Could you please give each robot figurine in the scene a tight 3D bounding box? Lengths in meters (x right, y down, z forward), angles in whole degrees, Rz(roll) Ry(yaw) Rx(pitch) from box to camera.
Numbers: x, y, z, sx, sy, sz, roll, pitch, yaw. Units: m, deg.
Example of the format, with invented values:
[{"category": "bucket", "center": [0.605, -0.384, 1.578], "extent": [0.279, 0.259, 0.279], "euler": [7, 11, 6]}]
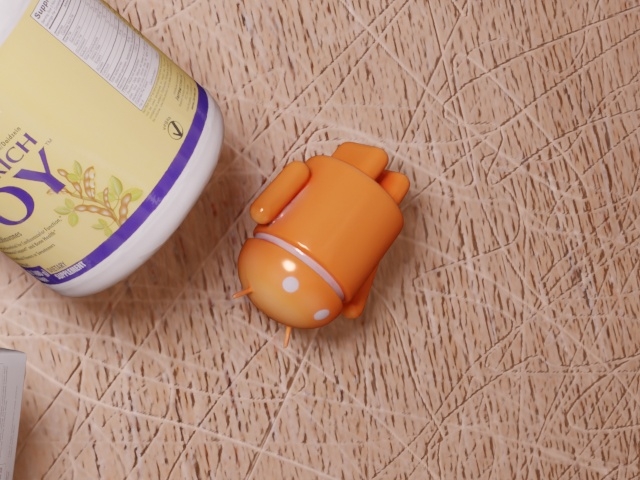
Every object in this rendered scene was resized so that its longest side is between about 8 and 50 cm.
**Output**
[{"category": "robot figurine", "center": [0.001, 0.001, 1.928], "extent": [0.128, 0.158, 0.219], "euler": [32, 73, 15]}]

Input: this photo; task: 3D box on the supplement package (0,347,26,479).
[{"category": "supplement package", "center": [-0.411, 0.181, 1.599], "extent": [0.263, 0.199, 0.198], "euler": [5, 91, -71]}]

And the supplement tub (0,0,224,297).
[{"category": "supplement tub", "center": [-0.277, -0.131, 1.695], "extent": [0.331, 0.241, 0.241], "euler": [40, 74, -26]}]
